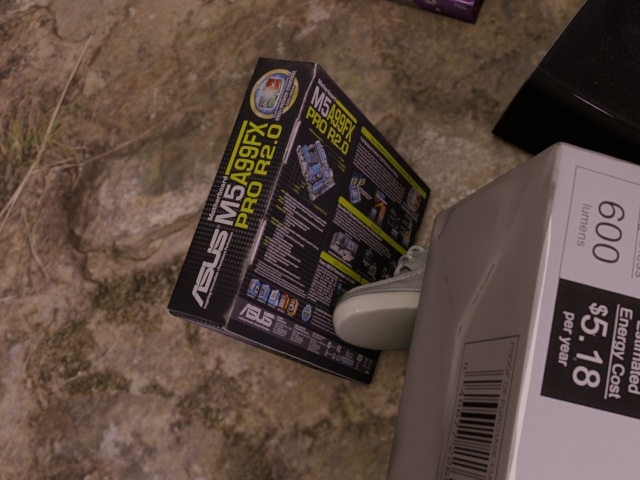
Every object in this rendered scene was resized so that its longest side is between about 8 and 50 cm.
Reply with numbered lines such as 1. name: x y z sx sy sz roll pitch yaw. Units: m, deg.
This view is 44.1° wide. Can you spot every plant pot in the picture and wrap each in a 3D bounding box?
1. plant pot: 0.295 -0.148 0.733 0.167 0.187 0.188 37 85 6

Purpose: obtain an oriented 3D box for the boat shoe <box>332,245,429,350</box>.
1. boat shoe: 0.106 0.047 0.729 0.228 0.079 0.081 -1 55 -28

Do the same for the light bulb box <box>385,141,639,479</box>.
1. light bulb box: 0.251 0.167 0.561 0.361 0.225 0.357 14 78 -9

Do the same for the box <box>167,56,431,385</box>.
1. box: 0.000 0.000 0.701 0.060 0.270 0.216 12 78 30

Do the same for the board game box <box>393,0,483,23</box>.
1. board game box: 0.052 -0.393 0.916 0.347 0.056 0.208 20 85 17
